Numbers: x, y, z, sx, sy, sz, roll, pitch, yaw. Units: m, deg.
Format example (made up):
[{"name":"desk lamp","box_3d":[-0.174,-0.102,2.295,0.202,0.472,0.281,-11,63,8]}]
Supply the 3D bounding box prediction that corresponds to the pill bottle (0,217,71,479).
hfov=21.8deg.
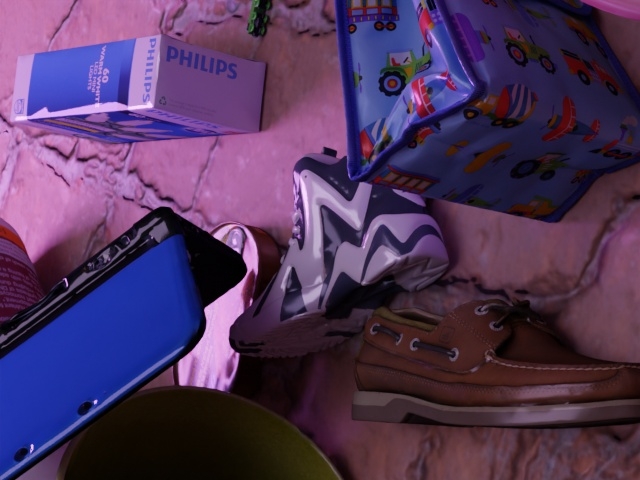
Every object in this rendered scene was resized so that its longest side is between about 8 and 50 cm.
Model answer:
[{"name":"pill bottle","box_3d":[-0.366,0.170,1.761,0.224,0.224,0.392,-53,47,28]}]

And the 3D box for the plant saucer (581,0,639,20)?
[{"name":"plant saucer","box_3d":[0.258,-0.288,1.096,0.332,0.084,0.332,-4,75,15]}]

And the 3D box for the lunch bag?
[{"name":"lunch bag","box_3d":[0.113,-0.182,1.291,0.138,0.221,0.293,-35,57,38]}]

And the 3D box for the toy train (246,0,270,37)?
[{"name":"toy train","box_3d":[-0.059,-0.243,1.656,0.023,0.017,0.083,18,96,59]}]

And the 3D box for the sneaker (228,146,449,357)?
[{"name":"sneaker","box_3d":[0.000,0.000,1.480,0.235,0.094,0.153,-36,55,38]}]

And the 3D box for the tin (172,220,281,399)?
[{"name":"tin","box_3d":[-0.091,0.076,1.611,0.106,0.040,0.190,17,94,45]}]

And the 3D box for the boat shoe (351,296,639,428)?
[{"name":"boat shoe","box_3d":[0.130,0.093,1.297,0.307,0.110,0.104,-4,80,48]}]

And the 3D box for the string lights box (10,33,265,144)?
[{"name":"string lights box","box_3d":[-0.189,-0.151,1.695,0.259,0.133,0.077,0,82,49]}]

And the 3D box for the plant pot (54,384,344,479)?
[{"name":"plant pot","box_3d":[-0.143,0.324,1.473,0.293,0.275,0.275,-59,43,42]}]

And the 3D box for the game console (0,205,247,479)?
[{"name":"game console","box_3d":[-0.194,0.126,1.458,0.293,0.250,0.173,-35,64,10]}]
